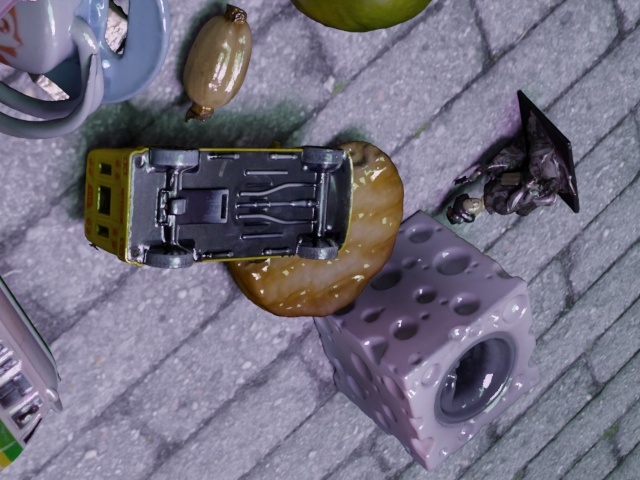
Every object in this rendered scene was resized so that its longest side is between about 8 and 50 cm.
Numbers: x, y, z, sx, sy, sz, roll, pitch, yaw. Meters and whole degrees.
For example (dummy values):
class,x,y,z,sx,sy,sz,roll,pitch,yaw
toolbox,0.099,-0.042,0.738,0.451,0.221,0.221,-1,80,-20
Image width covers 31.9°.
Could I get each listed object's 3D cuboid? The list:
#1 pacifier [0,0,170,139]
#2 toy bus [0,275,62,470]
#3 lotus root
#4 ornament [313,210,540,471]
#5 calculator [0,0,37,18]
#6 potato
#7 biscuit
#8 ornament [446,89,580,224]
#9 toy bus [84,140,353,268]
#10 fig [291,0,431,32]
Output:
class,x,y,z,sx,sy,sz,roll,pitch,yaw
pacifier,-0.252,-0.253,1.063,0.233,0.299,0.244,-55,165,-41
toy bus,-0.405,0.116,1.215,0.179,0.143,0.305,-31,132,-12
lotus root,-0.122,-0.207,1.327,0.073,0.062,0.150,10,111,-38
ornament,0.161,0.150,1.703,0.239,0.240,0.240,-35,136,-18
calculator,-0.322,-0.290,0.850,0.294,0.043,0.194,46,65,-31
potato,-0.261,-0.210,1.184,0.122,0.086,0.061,-50,142,7
biscuit,-0.001,-0.001,1.562,0.274,0.091,0.213,-38,134,-18
ornament,0.278,-0.093,1.732,0.196,0.166,0.153,-27,134,-5
toy bus,-0.115,-0.049,1.369,0.330,0.152,0.144,-3,101,-40
fig,0.068,-0.333,1.301,0.233,0.233,0.314,-53,157,1
